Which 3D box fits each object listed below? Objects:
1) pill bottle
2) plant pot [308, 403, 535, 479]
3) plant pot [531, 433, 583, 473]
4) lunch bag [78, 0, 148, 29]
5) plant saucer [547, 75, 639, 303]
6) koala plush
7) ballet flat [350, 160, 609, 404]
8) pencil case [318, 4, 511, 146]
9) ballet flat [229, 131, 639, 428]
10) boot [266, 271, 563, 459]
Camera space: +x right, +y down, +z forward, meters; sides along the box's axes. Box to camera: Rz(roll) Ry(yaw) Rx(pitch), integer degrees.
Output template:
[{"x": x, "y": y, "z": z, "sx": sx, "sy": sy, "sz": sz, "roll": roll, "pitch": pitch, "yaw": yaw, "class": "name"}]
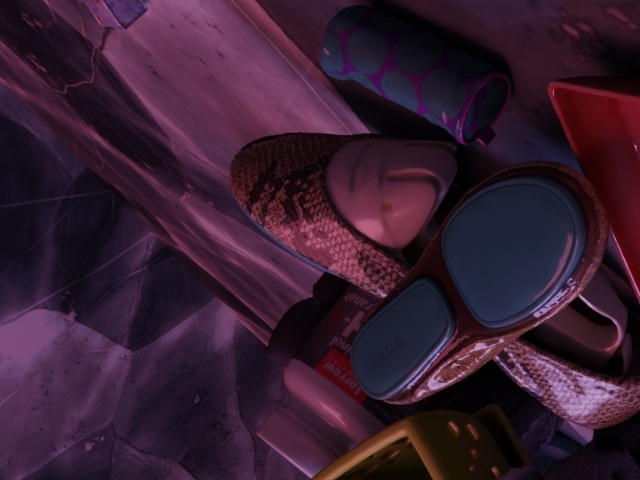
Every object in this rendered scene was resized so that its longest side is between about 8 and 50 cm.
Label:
[{"x": 0.064, "y": 0.167, "z": 1.357, "sx": 0.176, "sy": 0.318, "sz": 0.176, "roll": 37, "pitch": 168, "yaw": 9, "class": "pill bottle"}, {"x": 0.144, "y": 0.328, "z": 1.205, "sx": 0.207, "sy": 0.228, "sz": 0.227, "roll": -6, "pitch": -117, "yaw": -47, "class": "plant pot"}, {"x": 0.375, "y": 0.462, "z": 1.740, "sx": 0.271, "sy": 0.271, "sz": 0.255, "roll": 31, "pitch": 151, "yaw": 33, "class": "plant pot"}, {"x": -0.261, "y": -0.300, "z": 1.247, "sx": 0.071, "sy": 0.053, "sz": 0.083, "roll": 22, "pitch": 151, "yaw": 50, "class": "lunch bag"}, {"x": 0.291, "y": 0.001, "z": 0.652, "sx": 0.258, "sy": 0.048, "sz": 0.259, "roll": 24, "pitch": 154, "yaw": 51, "class": "plant saucer"}, {"x": 0.311, "y": 0.275, "z": 1.106, "sx": 0.221, "sy": 0.203, "sz": 0.196, "roll": -4, "pitch": -157, "yaw": -46, "class": "koala plush"}, {"x": 0.141, "y": 0.035, "z": 0.850, "sx": 0.123, "sy": 0.123, "sz": 0.348, "roll": 39, "pitch": 141, "yaw": -1, "class": "ballet flat"}, {"x": 0.074, "y": -0.133, "z": 0.822, "sx": 0.151, "sy": 0.064, "sz": 0.070, "roll": 33, "pitch": 151, "yaw": 29, "class": "pencil case"}, {"x": 0.143, "y": 0.007, "z": 1.005, "sx": 0.482, "sy": 0.164, "sz": 0.182, "roll": 33, "pitch": 147, "yaw": -2, "class": "ballet flat"}, {"x": 0.083, "y": 0.245, "z": 1.551, "sx": 0.445, "sy": 0.367, "sz": 0.146, "roll": 32, "pitch": 142, "yaw": 31, "class": "boot"}]
